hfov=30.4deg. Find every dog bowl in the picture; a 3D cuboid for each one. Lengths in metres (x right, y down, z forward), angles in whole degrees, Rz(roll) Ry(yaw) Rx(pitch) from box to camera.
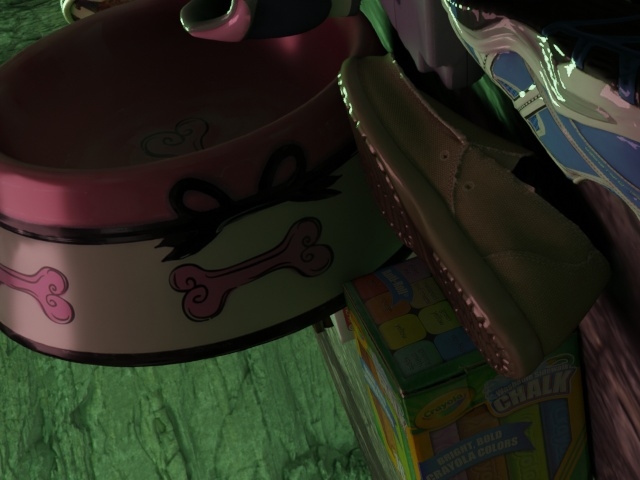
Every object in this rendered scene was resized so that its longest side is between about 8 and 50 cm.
[{"bbox_3d":[-0.111,-0.081,0.986,0.408,0.408,0.150,-117,13,-56],"label":"dog bowl"}]

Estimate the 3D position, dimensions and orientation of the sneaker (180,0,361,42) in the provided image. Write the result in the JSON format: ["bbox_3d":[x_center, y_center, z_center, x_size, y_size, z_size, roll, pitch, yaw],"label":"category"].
[{"bbox_3d":[-0.063,-0.262,0.739,0.112,0.131,0.319,-116,9,-53],"label":"sneaker"}]

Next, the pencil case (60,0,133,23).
[{"bbox_3d":[-0.210,-0.432,1.369,0.183,0.160,0.410,25,-120,-54],"label":"pencil case"}]

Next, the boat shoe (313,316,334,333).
[{"bbox_3d":[0.000,0.000,1.731,0.110,0.105,0.307,-125,19,-55],"label":"boat shoe"}]

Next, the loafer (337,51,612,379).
[{"bbox_3d":[0.092,-0.030,0.745,0.102,0.092,0.268,71,173,-52],"label":"loafer"}]

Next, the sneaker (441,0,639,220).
[{"bbox_3d":[0.109,-0.071,0.516,0.211,0.080,0.081,-116,11,-57],"label":"sneaker"}]

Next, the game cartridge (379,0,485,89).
[{"bbox_3d":[0.034,-0.262,0.747,0.198,0.062,0.297,86,165,-55],"label":"game cartridge"}]

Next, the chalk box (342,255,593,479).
[{"bbox_3d":[0.103,0.088,0.850,0.132,0.132,0.213,-117,10,-53],"label":"chalk box"}]

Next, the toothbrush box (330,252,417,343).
[{"bbox_3d":[0.015,-0.069,1.243,0.283,0.122,0.206,-117,8,-46],"label":"toothbrush box"}]
